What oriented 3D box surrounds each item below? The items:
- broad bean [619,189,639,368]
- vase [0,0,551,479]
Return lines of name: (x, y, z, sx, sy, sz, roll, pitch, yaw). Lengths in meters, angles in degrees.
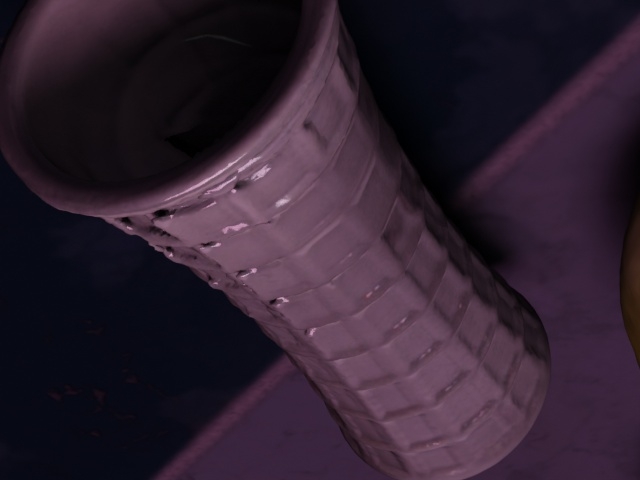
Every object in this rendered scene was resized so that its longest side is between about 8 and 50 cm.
broad bean: (0.263, 0.040, 0.807, 0.238, 0.119, 0.291, -20, 120, 27)
vase: (0.000, 0.000, 0.760, 0.143, 0.143, 0.299, -17, 144, 18)
